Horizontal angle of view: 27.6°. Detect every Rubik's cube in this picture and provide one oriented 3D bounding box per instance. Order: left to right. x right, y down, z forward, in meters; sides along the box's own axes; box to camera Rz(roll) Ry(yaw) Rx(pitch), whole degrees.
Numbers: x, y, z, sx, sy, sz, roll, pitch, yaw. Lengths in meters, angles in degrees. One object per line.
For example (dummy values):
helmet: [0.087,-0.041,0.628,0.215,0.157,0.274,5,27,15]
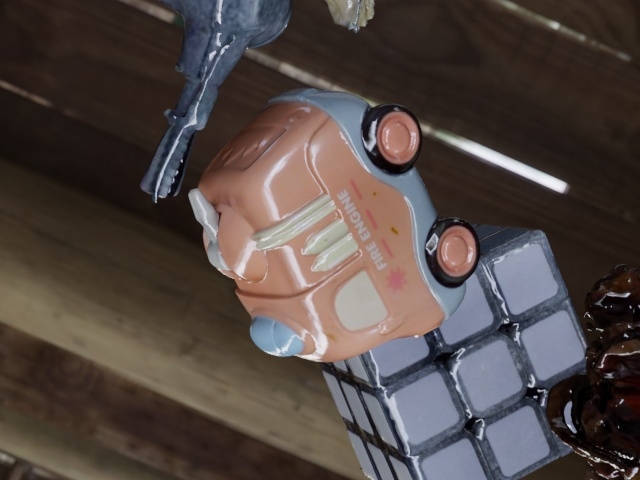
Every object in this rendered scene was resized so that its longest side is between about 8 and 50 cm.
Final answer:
Rubik's cube: [0.181,0.167,1.815,0.305,0.304,0.301,-26,-171,-14]

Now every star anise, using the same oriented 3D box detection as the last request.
star anise: [0.239,0.112,1.004,0.220,0.125,0.190,53,49,-60]

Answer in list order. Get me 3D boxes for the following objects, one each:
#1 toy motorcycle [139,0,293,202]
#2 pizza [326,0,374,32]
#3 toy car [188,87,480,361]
toy motorcycle: [-0.053,-0.184,0.418,0.358,0.212,0.125,-51,-179,31]
pizza: [-0.004,-0.232,0.858,0.185,0.195,0.052,-9,-162,47]
toy car: [0.000,0.000,1.234,0.212,0.270,0.180,-39,-159,-26]
